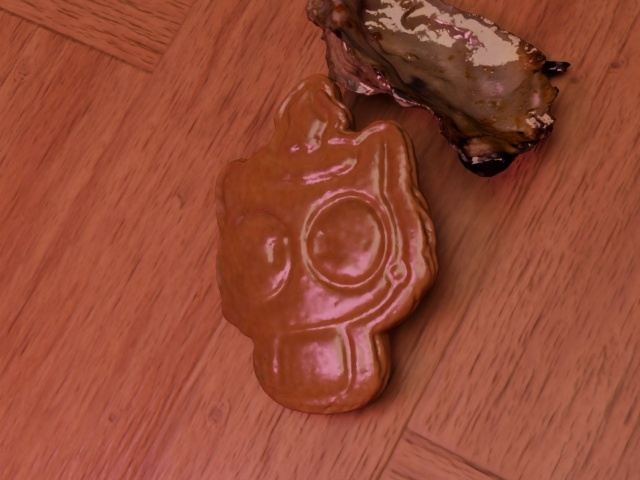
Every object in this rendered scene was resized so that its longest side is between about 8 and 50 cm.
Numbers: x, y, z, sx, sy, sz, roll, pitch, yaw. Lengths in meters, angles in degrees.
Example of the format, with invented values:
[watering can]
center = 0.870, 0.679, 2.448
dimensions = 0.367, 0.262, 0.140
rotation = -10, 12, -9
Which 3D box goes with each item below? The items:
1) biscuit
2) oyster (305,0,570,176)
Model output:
[biscuit]
center = -0.002, 0.000, 1.228
dimensions = 0.269, 0.051, 0.376
rotation = -10, 78, 28
[oyster]
center = 0.095, -0.198, 1.265
dimensions = 0.361, 0.096, 0.221
rotation = 32, 38, 16
